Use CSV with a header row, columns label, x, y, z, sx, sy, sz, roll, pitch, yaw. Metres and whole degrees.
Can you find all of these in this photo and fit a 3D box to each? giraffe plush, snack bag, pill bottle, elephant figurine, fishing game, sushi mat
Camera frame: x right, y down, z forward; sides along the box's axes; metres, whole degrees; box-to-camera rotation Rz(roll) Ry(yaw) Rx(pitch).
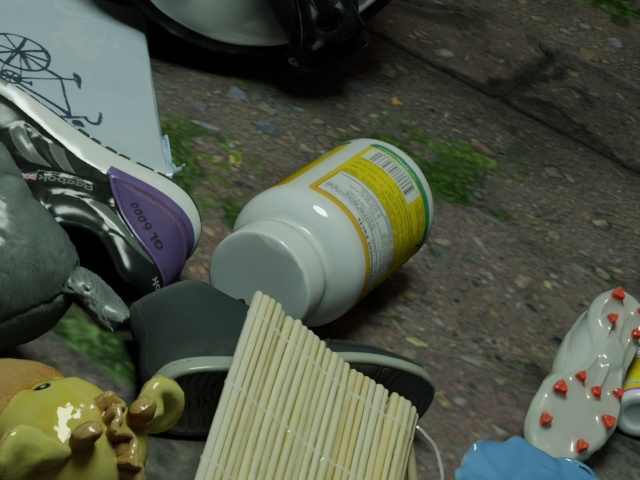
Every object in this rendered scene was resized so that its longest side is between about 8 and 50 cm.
label,x,y,z,sx,sy,sz,roll,pitch,yaw
giraffe plush,-0.166,0.144,0.928,0.210,0.171,0.181,22,29,0
snack bag,-0.302,-0.168,1.486,0.342,0.037,0.323,12,32,-20
pill bottle,0.263,0.123,1.375,0.043,0.043,0.083,21,30,-2
elephant figurine,-0.289,0.039,1.073,0.239,0.186,0.169,-33,103,-43
pill bottle,0.000,0.000,1.328,0.117,0.118,0.208,30,30,15
fishing game,0.168,0.212,1.175,0.264,0.041,0.189,22,29,-16
sushi mat,-0.015,0.175,1.026,0.151,0.019,0.317,36,38,-16

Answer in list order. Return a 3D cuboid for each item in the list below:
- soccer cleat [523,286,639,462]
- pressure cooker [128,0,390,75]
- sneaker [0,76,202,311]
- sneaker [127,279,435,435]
label,x,y,z,sx,sy,sz,roll,pitch,yaw
soccer cleat,0.210,0.118,1.336,0.068,0.076,0.196,37,50,-1
pressure cooker,-0.073,-0.382,1.649,0.369,0.376,0.420,20,23,-26
sneaker,-0.234,-0.038,1.250,0.283,0.107,0.124,24,33,3
sneaker,-0.029,0.081,1.212,0.222,0.083,0.118,6,33,-24
